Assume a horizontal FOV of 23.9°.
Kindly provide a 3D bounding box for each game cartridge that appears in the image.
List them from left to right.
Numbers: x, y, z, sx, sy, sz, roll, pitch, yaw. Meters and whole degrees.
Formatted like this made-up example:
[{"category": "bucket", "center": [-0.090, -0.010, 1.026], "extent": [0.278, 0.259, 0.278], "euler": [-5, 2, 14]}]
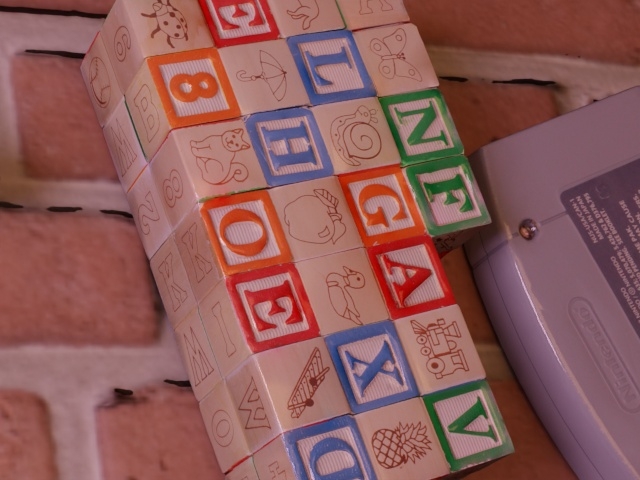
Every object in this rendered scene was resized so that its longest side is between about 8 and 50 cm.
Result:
[{"category": "game cartridge", "center": [0.209, 0.055, 0.932], "extent": [0.196, 0.060, 0.294], "euler": [-21, 77, -34]}]

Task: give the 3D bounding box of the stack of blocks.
[{"category": "stack of blocks", "center": [0.000, 0.000, 0.839], "extent": [0.171, 0.087, 0.297], "euler": [-12, 73, -29]}]
